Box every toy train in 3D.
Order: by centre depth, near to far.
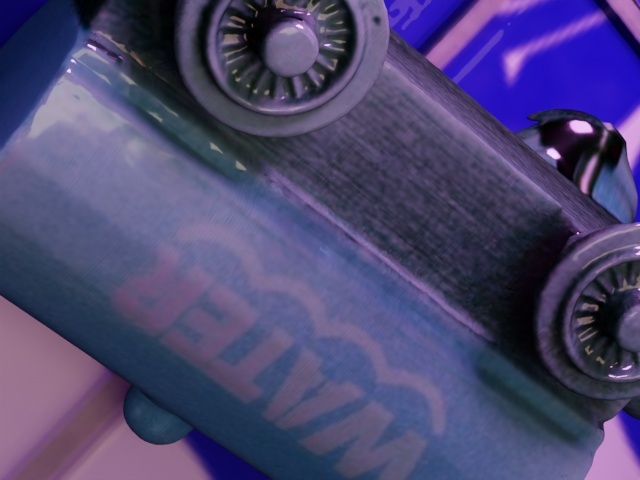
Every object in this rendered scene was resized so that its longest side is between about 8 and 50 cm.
[{"bbox_3d":[0.000,0.000,0.561,0.248,0.101,0.159,39,101,-25],"label":"toy train"}]
